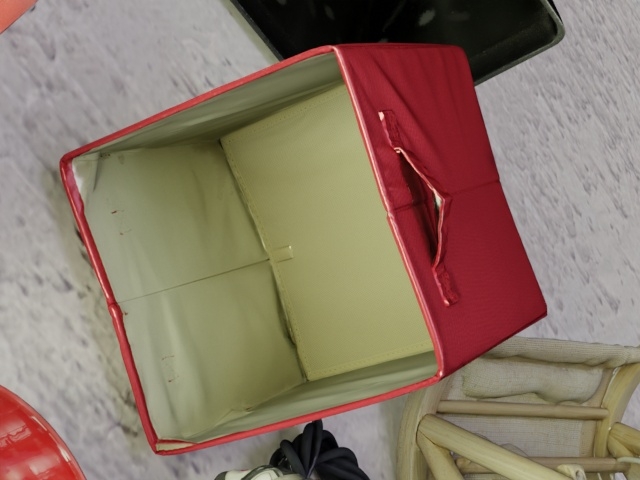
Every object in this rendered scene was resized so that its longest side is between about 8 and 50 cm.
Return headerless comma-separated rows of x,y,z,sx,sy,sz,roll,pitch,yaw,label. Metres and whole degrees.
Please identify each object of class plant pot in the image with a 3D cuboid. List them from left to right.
0.052,-0.217,1.078,0.188,0.187,0.167,50,26,-30,plant pot

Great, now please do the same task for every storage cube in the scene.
0.000,0.000,0.851,0.193,0.215,0.184,-16,87,-64,storage cube

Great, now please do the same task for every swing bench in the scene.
0.211,0.197,1.049,0.253,0.165,0.254,8,27,-43,swing bench

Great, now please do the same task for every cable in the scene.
0.014,0.202,0.918,0.150,0.047,0.184,23,55,-50,cable

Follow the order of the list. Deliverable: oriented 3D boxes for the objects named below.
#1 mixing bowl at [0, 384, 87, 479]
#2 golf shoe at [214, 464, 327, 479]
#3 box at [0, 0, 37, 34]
-0.182,0.150,0.599,0.181,0.098,0.181,32,50,-47,mixing bowl
-0.035,0.219,0.817,0.067,0.086,0.186,12,87,-59,golf shoe
-0.248,-0.091,0.580,0.154,0.142,0.300,57,35,-20,box
